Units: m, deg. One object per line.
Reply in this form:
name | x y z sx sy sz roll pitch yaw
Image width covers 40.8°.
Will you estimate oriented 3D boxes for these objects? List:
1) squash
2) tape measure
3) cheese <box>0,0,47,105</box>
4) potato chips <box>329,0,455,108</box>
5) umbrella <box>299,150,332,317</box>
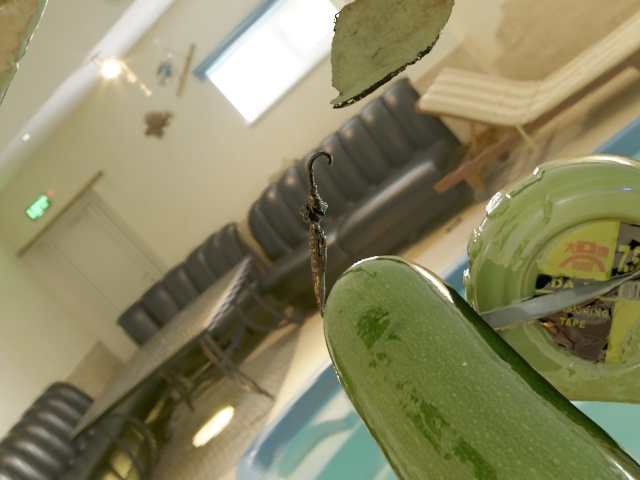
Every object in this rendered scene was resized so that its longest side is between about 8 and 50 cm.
squash | 0.095 0.115 0.430 0.101 0.101 0.378 -43 39 0
tape measure | 0.184 0.030 0.573 0.200 0.175 0.106 1 12 10
cheese | -0.218 -0.154 0.568 0.043 0.065 0.194 27 96 50
potato chips | 0.072 -0.229 0.905 0.142 0.026 0.209 20 82 37
umbrella | -0.004 0.001 0.603 0.022 0.149 0.022 -16 40 -23
